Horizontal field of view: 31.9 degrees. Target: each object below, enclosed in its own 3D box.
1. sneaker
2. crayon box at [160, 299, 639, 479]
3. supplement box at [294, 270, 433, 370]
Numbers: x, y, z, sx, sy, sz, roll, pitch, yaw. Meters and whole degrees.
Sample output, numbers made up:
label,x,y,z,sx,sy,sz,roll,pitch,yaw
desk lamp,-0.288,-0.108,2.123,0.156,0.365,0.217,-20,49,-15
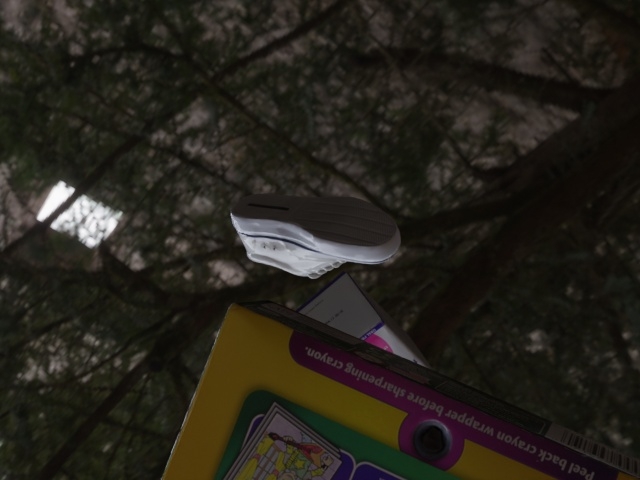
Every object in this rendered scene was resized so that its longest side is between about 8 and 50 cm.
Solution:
label,x,y,z,sx,sy,sz,roll,pitch,yaw
sneaker,0.000,0.000,1.414,0.094,0.258,0.091,-42,-52,-33
crayon box,0.048,0.257,0.848,0.363,0.313,0.106,23,-176,15
supplement box,0.066,0.159,1.605,0.220,0.111,0.114,45,-173,-50
